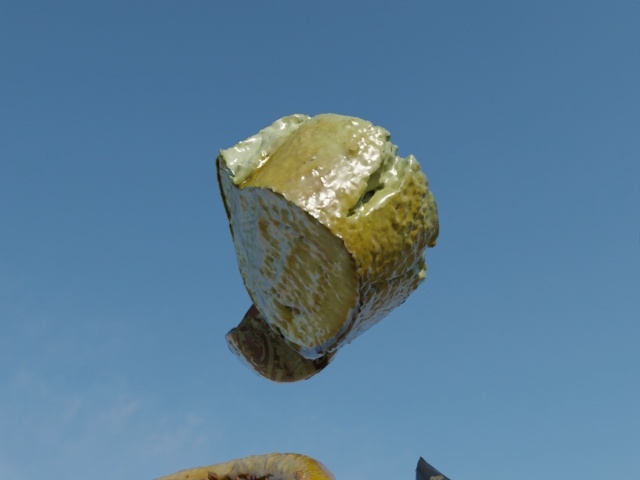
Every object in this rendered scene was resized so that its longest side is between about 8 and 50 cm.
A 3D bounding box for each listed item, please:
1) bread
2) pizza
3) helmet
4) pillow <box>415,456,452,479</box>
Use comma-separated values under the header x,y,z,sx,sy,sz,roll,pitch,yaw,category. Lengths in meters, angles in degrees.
x,y,z,sx,sy,sz,roll,pitch,yaw,category
0.000,0.000,0.782,0.124,0.186,0.257,-35,-25,-27,bread
-0.072,0.200,0.641,0.134,0.056,0.271,-13,-4,-26,pizza
-0.029,0.116,1.046,0.153,0.107,0.177,-33,-12,-15,helmet
0.182,0.396,1.285,0.048,0.150,0.090,-12,-78,-23,pillow
